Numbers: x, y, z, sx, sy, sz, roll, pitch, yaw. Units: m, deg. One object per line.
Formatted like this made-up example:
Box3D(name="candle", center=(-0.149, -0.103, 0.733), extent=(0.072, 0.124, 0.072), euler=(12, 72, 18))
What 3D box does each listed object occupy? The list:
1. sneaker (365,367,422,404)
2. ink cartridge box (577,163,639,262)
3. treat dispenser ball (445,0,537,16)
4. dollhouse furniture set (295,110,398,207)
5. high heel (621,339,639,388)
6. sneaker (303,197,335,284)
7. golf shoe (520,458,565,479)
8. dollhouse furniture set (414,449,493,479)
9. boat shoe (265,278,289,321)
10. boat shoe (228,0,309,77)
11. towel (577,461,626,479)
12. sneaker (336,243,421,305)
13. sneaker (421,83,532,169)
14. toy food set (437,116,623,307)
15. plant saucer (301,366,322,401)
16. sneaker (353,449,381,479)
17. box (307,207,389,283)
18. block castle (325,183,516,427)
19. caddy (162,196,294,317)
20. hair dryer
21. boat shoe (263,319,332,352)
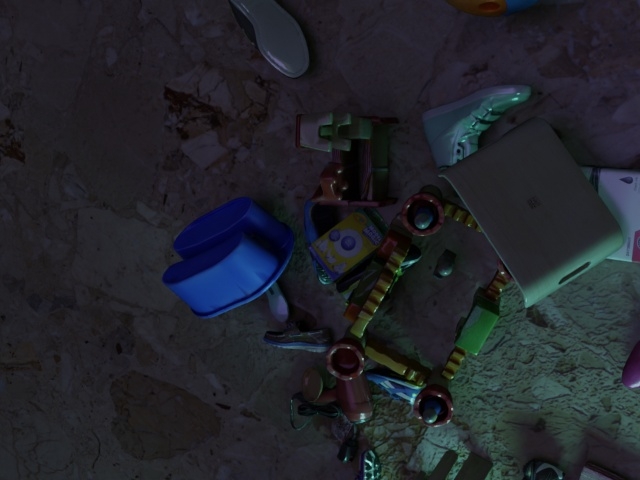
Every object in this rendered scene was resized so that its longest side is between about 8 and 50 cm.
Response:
Box3D(name="sneaker", center=(0.165, 0.337, 1.936), extent=(0.144, 0.053, 0.059), euler=(16, 108, 30))
Box3D(name="ink cartridge box", center=(0.552, -0.056, 1.611), extent=(0.237, 0.100, 0.172), euler=(9, 100, 30))
Box3D(name="treat dispenser ball", center=(0.326, -0.566, 1.563), extent=(0.288, 0.288, 0.288), euler=(5, 100, 31))
Box3D(name="dollhouse furniture set", center=(0.031, -0.166, 1.757), extent=(0.152, 0.374, 0.201), euler=(4, 98, 26))
Box3D(name="high heel", center=(0.655, 0.207, 1.578), extent=(0.244, 0.117, 0.082), euler=(-46, 74, 28))
Box3D(name="sneaker", center=(0.000, 0.000, 1.989), extent=(0.082, 0.069, 0.209), euler=(-157, 55, -64))
Box3D(name="golf shoe", center=(0.471, 0.568, 1.770), extent=(0.093, 0.077, 0.198), euler=(7, 102, 30))
Box3D(name="dollhouse furniture set", center=(0.297, 0.560, 1.904), extent=(0.144, 0.123, 0.151), euler=(24, 144, 26))
Box3D(name="boat shoe", center=(-0.110, 0.134, 2.081), extent=(0.049, 0.040, 0.142), euler=(-26, 84, 23))
Box3D(name="boat shoe", center=(-0.123, -0.499, 1.965), extent=(0.109, 0.091, 0.305), euler=(-33, 80, -7))
Box3D(name="towel", center=(0.605, 0.646, 1.726), extent=(0.237, 0.037, 0.329), euler=(24, 111, 24))
Box3D(name="sneaker", center=(0.145, 0.085, 1.912), extent=(0.234, 0.084, 0.097), euler=(-27, 108, 32))
Box3D(name="sneaker", center=(0.334, -0.226, 1.722), extent=(0.256, 0.094, 0.151), euler=(-17, 82, 42))
Box3D(name="toy food set", center=(0.391, -0.059, 1.566), extent=(0.219, 0.092, 0.306), euler=(-30, 78, -6))
Box3D(name="plant saucer", center=(-0.017, 0.348, 2.019), extent=(0.083, 0.015, 0.083), euler=(-15, 72, 53))
Box3D(name="sneaker", center=(0.100, 0.583, 2.006), extent=(0.071, 0.068, 0.170), euler=(13, 104, 35))
Box3D(name="box", center=(0.073, 0.004, 1.912), extent=(0.179, 0.043, 0.105), euler=(-38, 76, -1))
Box3D(name="block castle", center=(0.224, 0.134, 1.729), extent=(0.303, 0.213, 0.453), euler=(28, 112, 4))
Box3D(name="caddy", center=(-0.217, 0.052, 2.023), extent=(0.341, 0.241, 0.179), euler=(-24, 129, 32))
Box3D(name="hair dryer", center=(0.026, 0.376, 2.011), extent=(0.223, 0.080, 0.294), euler=(30, 110, 26))
Box3D(name="boat shoe", center=(-0.055, 0.231, 2.053), extent=(0.183, 0.066, 0.066), euler=(4, 94, 21))
